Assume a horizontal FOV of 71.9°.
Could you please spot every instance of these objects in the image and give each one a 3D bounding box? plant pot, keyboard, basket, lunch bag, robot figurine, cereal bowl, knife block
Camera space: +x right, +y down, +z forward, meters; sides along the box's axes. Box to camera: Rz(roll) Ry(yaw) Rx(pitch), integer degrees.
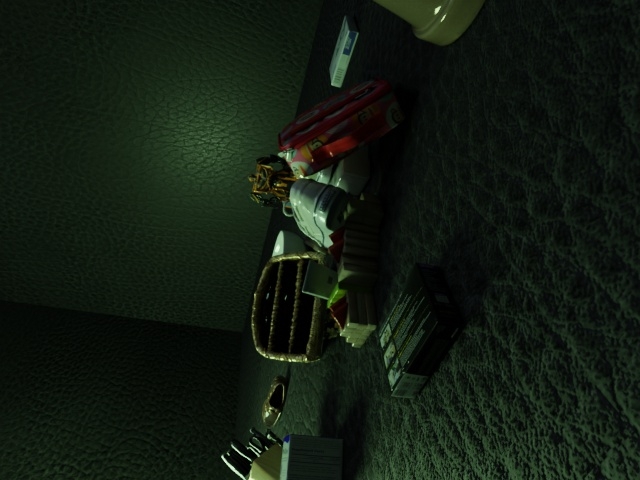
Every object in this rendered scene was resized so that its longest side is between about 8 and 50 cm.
[{"bbox_3d":[0.165,-0.510,0.783,0.263,0.230,0.262,-170,90,-76],"label":"plant pot"},{"bbox_3d":[0.019,0.105,1.058,0.256,0.014,0.072,31,-115,-64],"label":"keyboard"},{"bbox_3d":[-0.093,0.186,1.254,0.223,0.214,0.298,70,-153,-74],"label":"basket"},{"bbox_3d":[0.044,-0.258,1.027,0.120,0.293,0.258,57,-171,-24],"label":"lunch bag"},{"bbox_3d":[-0.138,-0.221,1.725,0.085,0.291,0.210,-168,88,-77],"label":"robot figurine"},{"bbox_3d":[-0.107,0.137,1.636,0.339,0.141,0.338,-169,90,-78],"label":"cereal bowl"},{"bbox_3d":[-0.129,0.602,1.118,0.275,0.242,0.088,-116,37,-69],"label":"knife block"}]

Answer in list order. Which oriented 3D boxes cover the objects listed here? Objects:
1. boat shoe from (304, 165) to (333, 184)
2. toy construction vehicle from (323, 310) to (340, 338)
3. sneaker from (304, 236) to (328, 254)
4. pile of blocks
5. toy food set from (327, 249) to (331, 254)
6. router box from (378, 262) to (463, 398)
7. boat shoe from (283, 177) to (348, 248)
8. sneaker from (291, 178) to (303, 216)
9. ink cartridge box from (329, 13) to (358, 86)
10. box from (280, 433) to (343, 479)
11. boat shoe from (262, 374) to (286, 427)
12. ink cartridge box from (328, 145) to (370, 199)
[{"bbox_3d":[-0.025,-0.210,1.302,0.302,0.094,0.109,-161,85,-80],"label":"boat shoe"},{"bbox_3d":[0.036,0.222,1.200,0.098,0.035,0.085,116,169,-50],"label":"toy construction vehicle"},{"bbox_3d":[0.000,0.000,1.501,0.071,0.066,0.188,-62,19,1],"label":"sneaker"},{"bbox_3d":[0.062,0.057,1.027,0.149,0.113,0.361,133,146,-67],"label":"pile of blocks"},{"bbox_3d":[0.045,0.010,1.350,0.083,0.020,0.082,-121,44,-72],"label":"toy food set"},{"bbox_3d":[0.152,0.145,0.711,0.133,0.046,0.178,-96,21,-53],"label":"router box"},{"bbox_3d":[-0.015,-0.071,1.127,0.135,0.157,0.367,-63,-13,-4],"label":"boat shoe"},{"bbox_3d":[-0.021,-0.185,1.557,0.182,0.128,0.315,-99,25,-62],"label":"sneaker"},{"bbox_3d":[0.086,-0.758,1.747,0.223,0.046,0.223,-92,18,-47],"label":"ink cartridge box"},{"bbox_3d":[-0.020,0.511,0.983,0.072,0.126,0.137,119,159,-59],"label":"box"},{"bbox_3d":[-0.179,0.627,1.700,0.073,0.073,0.206,-141,62,-78],"label":"boat shoe"},{"bbox_3d":[0.070,-0.179,1.255,0.190,0.082,0.139,117,161,-55],"label":"ink cartridge box"}]
